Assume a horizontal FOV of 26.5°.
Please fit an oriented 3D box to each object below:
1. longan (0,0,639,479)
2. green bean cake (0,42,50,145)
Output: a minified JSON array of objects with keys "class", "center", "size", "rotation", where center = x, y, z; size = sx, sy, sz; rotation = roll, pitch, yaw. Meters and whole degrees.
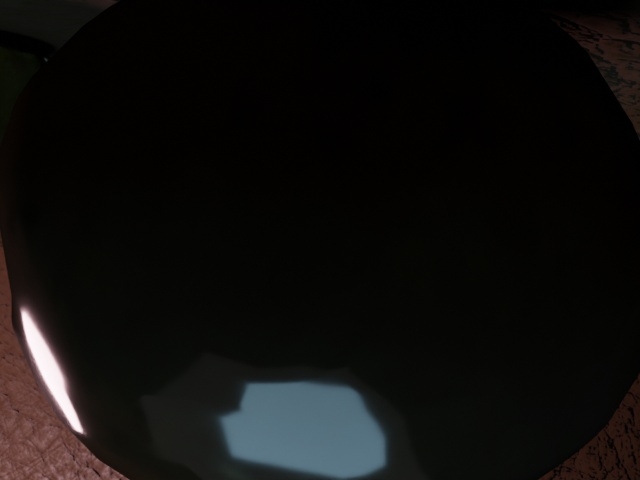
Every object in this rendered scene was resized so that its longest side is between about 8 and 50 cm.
[{"class":"longan","center":[0.000,0.000,0.801],"size":[0.404,0.336,0.404],"rotation":[-2,-159,1]},{"class":"green bean cake","center":[-0.334,-0.107,1.105],"size":[0.214,0.113,0.200],"rotation":[9,172,-23]}]
